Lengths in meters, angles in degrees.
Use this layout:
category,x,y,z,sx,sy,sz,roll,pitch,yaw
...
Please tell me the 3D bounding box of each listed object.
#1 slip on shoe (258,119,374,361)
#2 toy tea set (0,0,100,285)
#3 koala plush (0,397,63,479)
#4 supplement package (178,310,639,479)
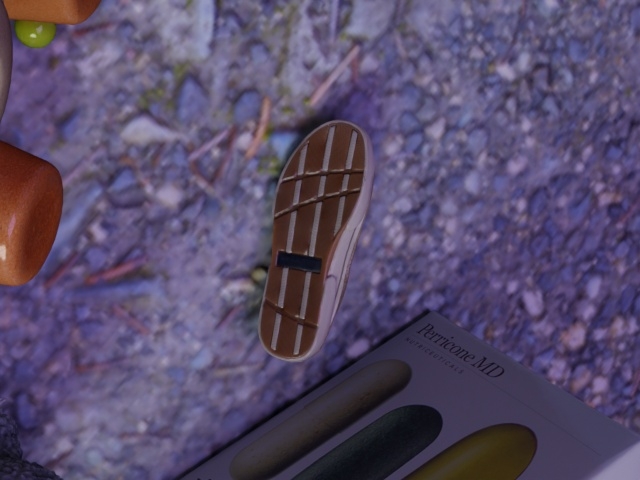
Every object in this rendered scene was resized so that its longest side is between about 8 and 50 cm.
category,x,y,z,sx,sy,sz,roll,pitch,yaw
slip on shoe,0.000,0.000,0.857,0.041,0.051,0.135,-8,109,-73
toy tea set,-0.170,-0.130,0.655,0.124,0.200,0.336,15,102,9
koala plush,-0.188,0.191,0.732,0.221,0.196,0.203,-52,138,-5
supplement package,0.041,0.212,0.864,0.262,0.199,0.198,-32,122,-18
